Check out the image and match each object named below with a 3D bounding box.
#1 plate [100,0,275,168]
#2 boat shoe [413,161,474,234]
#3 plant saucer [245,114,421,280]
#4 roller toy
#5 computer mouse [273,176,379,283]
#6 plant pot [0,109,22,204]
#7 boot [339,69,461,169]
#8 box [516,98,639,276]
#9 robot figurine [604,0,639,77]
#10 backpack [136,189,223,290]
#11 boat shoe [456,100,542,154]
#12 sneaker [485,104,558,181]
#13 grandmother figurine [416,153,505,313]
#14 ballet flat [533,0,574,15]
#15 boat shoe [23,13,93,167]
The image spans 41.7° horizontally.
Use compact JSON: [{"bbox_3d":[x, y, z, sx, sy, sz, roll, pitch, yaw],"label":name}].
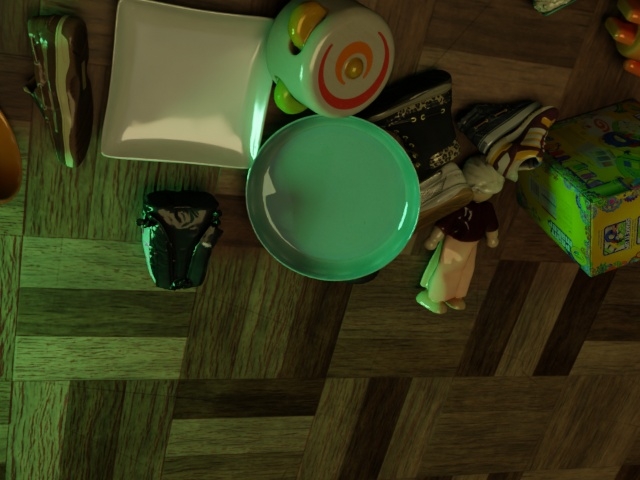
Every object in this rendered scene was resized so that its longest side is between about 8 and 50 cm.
[{"bbox_3d":[-0.221,-0.263,1.426,0.278,0.045,0.277,3,119,-21],"label":"plate"},{"bbox_3d":[0.164,-0.066,1.664,0.277,0.096,0.098,-27,160,19],"label":"boat shoe"},{"bbox_3d":[0.023,-0.080,1.530,0.317,0.044,0.318,2,112,5],"label":"plant saucer"},{"bbox_3d":[0.021,-0.309,1.394,0.191,0.146,0.209,-21,131,-28],"label":"roller toy"},{"bbox_3d":[0.000,0.000,1.616,0.184,0.060,0.262,-12,121,15],"label":"computer mouse"},{"bbox_3d":[-0.602,-0.124,1.299,0.187,0.205,0.205,-19,127,12],"label":"plant pot"},{"bbox_3d":[0.150,-0.199,1.576,0.236,0.085,0.179,-23,129,-3],"label":"boot"},{"bbox_3d":[0.576,-0.114,1.653,0.279,0.290,0.177,-18,125,-7],"label":"box"},{"bbox_3d":[0.654,-0.391,1.593,0.219,0.128,0.158,15,89,-16],"label":"robot figurine"},{"bbox_3d":[-0.256,0.000,1.538,0.151,0.115,0.182,3,122,-8],"label":"backpack"},{"bbox_3d":[0.349,-0.242,1.634,0.183,0.083,0.065,-33,158,-30],"label":"boat shoe"},{"bbox_3d":[0.404,-0.182,1.607,0.185,0.084,0.069,-39,160,-15],"label":"sneaker"},{"bbox_3d":[0.292,-0.016,1.740,0.207,0.104,0.342,-12,126,-46],"label":"grandmother figurine"},{"bbox_3d":[0.488,-0.488,1.517,0.241,0.091,0.077,-27,104,-6],"label":"ballet flat"},{"bbox_3d":[-0.425,-0.242,1.353,0.095,0.095,0.258,10,121,2],"label":"boat shoe"}]
